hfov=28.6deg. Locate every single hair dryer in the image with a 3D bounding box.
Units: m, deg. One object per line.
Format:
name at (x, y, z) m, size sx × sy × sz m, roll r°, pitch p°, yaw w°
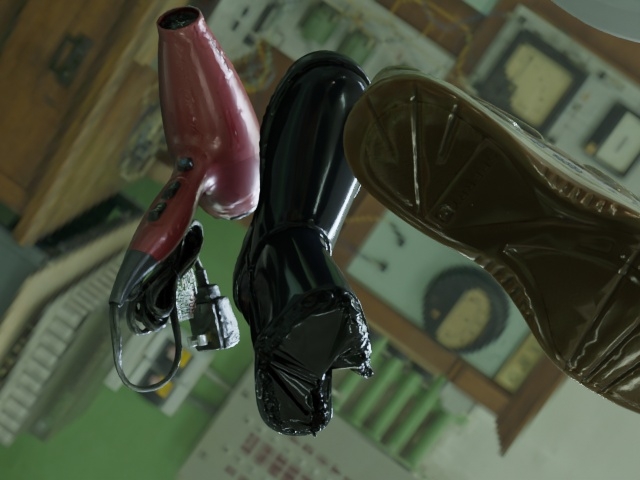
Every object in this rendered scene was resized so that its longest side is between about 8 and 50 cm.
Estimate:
hair dryer at (-0.096, -0.037, 0.995) m, size 0.223 × 0.080 × 0.294 m, roll -9°, pitch 97°, yaw -79°

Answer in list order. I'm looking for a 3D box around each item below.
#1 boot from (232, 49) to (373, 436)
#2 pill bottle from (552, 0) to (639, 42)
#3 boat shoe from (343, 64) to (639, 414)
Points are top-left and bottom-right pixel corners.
boot at (0.000, 0.000, 0.948) m, size 0.207 × 0.094 × 0.247 m, roll -115°, pitch -139°, yaw -63°
pill bottle at (0.219, -0.260, 0.609) m, size 0.323 × 0.181 × 0.181 m, roll -52°, pitch 175°, yaw -18°
boat shoe at (0.140, -0.005, 0.739) m, size 0.104 × 0.285 × 0.089 m, roll -45°, pitch -172°, yaw 21°
